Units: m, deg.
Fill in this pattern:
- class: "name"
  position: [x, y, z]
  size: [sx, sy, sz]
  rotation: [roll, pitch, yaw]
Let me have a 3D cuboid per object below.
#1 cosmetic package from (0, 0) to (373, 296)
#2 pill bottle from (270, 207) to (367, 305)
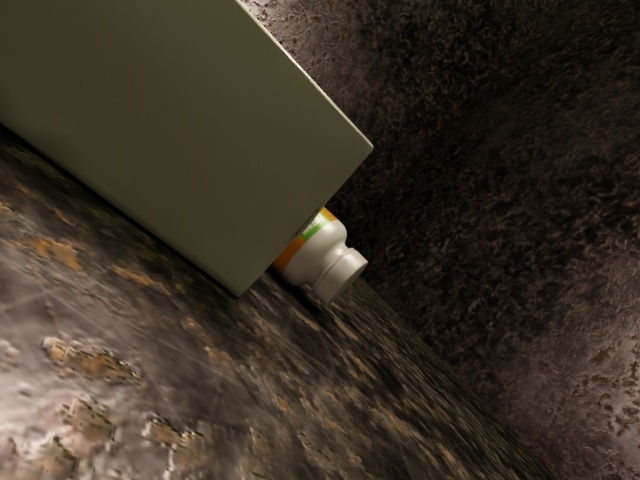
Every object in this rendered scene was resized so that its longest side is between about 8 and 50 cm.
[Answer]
- class: "cosmetic package"
  position: [-0.159, -0.150, 0.404]
  size: [0.385, 0.217, 0.156]
  rotation: [43, 2, -25]
- class: "pill bottle"
  position: [-0.043, -0.010, 0.689]
  size: [0.245, 0.136, 0.136]
  rotation: [43, 2, 12]
